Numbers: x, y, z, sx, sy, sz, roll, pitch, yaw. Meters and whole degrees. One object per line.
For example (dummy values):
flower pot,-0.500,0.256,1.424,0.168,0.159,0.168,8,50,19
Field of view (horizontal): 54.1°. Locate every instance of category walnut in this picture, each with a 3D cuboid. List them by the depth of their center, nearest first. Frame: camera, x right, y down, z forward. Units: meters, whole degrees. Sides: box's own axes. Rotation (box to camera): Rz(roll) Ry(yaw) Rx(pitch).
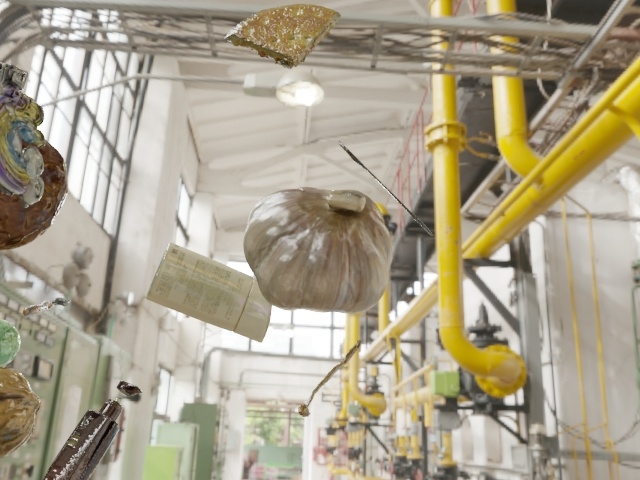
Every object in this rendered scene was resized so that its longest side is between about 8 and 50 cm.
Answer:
walnut,-0.675,0.343,1.217,0.244,0.198,0.198,-8,-14,-22

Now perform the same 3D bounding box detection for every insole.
insole,0.153,-0.113,1.428,0.009,0.119,0.348,-45,-55,8

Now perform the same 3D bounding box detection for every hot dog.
hot dog,-0.667,-0.139,1.143,0.387,0.267,0.174,30,-24,-32

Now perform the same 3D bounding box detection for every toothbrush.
toothbrush,-0.622,0.148,1.420,0.031,0.023,0.321,7,-2,-7

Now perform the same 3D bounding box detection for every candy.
candy,-0.784,0.234,1.220,0.119,0.119,0.440,-6,0,24

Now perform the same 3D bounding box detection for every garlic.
garlic,-0.005,0.014,1.235,0.321,0.241,0.322,-7,21,3

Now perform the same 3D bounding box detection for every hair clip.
hair clip,-0.384,-0.128,0.770,0.049,0.172,0.116,-4,0,13

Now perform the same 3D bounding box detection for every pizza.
pizza,-0.080,-0.484,1.503,0.291,0.197,0.058,-17,-27,-8

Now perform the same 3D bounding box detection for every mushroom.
mushroom,0.026,0.255,1.208,0.028,0.026,0.286,-43,-2,33

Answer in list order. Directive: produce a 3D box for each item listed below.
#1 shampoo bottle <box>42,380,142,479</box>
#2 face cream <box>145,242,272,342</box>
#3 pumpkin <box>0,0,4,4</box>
shampoo bottle,-0.391,0.345,1.059,0.068,0.236,0.067,18,-35,14
face cream,-0.292,0.146,1.747,0.348,0.174,0.081,23,-20,-14
pumpkin,-0.306,-0.241,0.463,0.167,0.167,0.125,11,-21,-24
